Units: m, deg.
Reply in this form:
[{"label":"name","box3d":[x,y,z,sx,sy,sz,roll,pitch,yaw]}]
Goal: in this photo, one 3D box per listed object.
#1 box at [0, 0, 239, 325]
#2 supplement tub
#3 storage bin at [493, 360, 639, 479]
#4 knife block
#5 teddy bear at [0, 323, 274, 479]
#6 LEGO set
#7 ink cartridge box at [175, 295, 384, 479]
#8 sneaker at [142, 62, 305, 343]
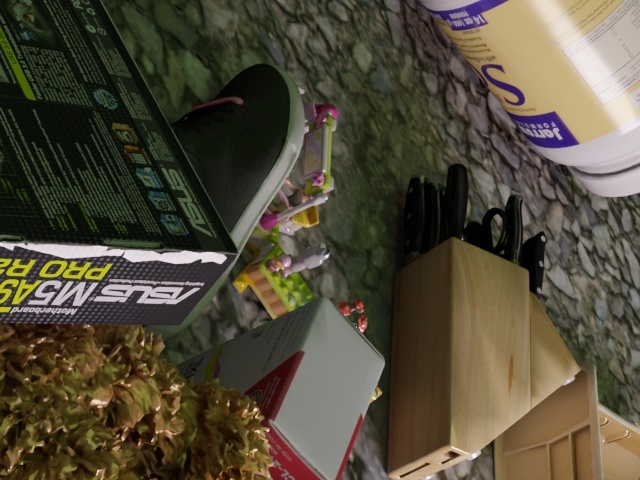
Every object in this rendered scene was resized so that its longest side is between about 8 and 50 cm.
[{"label":"box","box3d":[-0.186,-0.081,0.755,0.216,0.060,0.270,3,48,-46]},{"label":"supplement tub","box3d":[0.278,-0.233,1.645,0.331,0.241,0.241,48,39,-24]},{"label":"storage bin","box3d":[0.293,0.278,1.480,0.262,0.123,0.260,31,48,-39]},{"label":"knife block","box3d":[0.114,0.058,1.394,0.276,0.088,0.242,-29,85,-45]},{"label":"teddy bear","box3d":[-0.169,0.070,0.796,0.338,0.113,0.245,46,49,-1]},{"label":"LEGO set","box3d":[0.000,0.000,1.268,0.132,0.107,0.287,5,67,-51]},{"label":"ink cartridge box","box3d":[-0.056,0.130,1.066,0.072,0.175,0.127,48,39,-21]},{"label":"sneaker","box3d":[-0.109,-0.075,1.168,0.147,0.104,0.295,52,42,-28]}]
